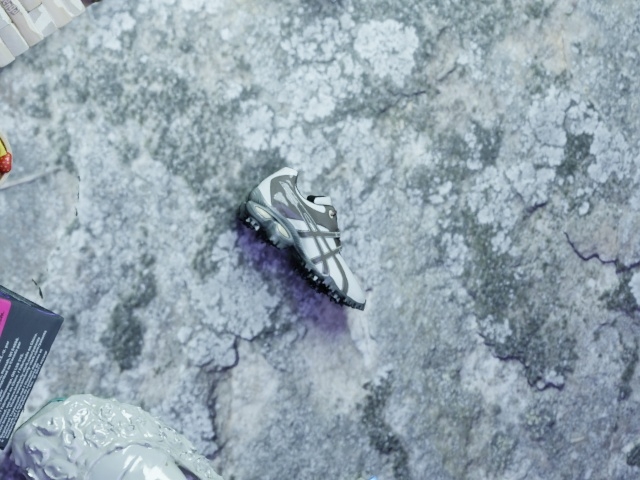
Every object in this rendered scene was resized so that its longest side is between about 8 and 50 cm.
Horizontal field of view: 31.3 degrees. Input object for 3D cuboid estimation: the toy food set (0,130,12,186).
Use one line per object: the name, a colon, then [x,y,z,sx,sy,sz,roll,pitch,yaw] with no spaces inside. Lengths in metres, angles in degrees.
toy food set: [-0.352,-0.083,1.150,0.083,0.020,0.082,-30,109,-20]

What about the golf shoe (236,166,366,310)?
golf shoe: [0.000,0.000,1.308,0.198,0.077,0.094,46,76,-25]

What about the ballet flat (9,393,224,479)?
ballet flat: [-0.143,0.302,1.246,0.409,0.147,0.147,39,79,-25]

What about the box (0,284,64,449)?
box: [-0.388,0.078,1.009,0.270,0.165,0.143,33,80,-60]

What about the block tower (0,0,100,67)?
block tower: [-0.253,-0.273,1.136,0.335,0.097,0.091,-38,111,-16]

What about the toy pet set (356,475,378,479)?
toy pet set: [0.032,0.345,1.376,0.114,0.065,0.122,-28,109,-21]
